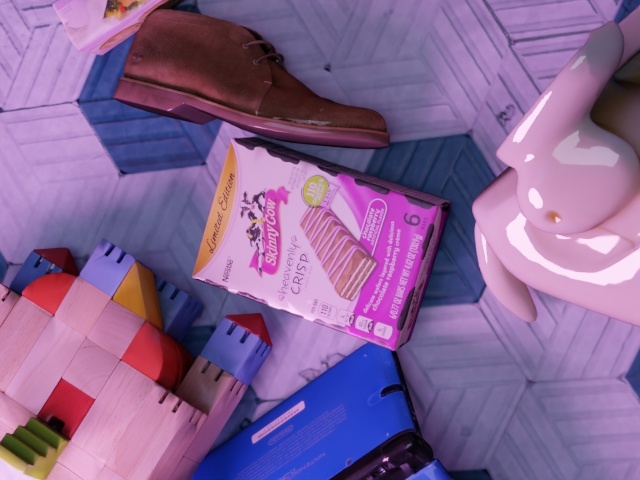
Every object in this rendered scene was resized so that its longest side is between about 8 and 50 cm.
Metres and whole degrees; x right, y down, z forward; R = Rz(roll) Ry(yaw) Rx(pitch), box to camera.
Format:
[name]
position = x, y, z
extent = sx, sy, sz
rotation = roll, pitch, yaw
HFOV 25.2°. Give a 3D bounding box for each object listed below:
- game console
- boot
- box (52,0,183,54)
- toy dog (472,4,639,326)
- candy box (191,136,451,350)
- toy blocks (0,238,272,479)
[game console]
position = 0.021, 0.294, 1.484
extent = 0.293, 0.250, 0.173
rotation = -36, 124, 15
[boot]
position = -0.065, -0.166, 1.487
extent = 0.305, 0.112, 0.115
rotation = 16, 87, 17
[box]
position = -0.134, -0.306, 1.512
extent = 0.324, 0.067, 0.063
rotation = -30, 86, 15
[toy dog]
position = 0.349, 0.020, 1.287
extent = 0.408, 0.284, 0.395
rotation = 42, 120, 9
[candy box]
position = 0.000, 0.000, 1.491
extent = 0.233, 0.071, 0.159
rotation = 18, 99, 15
[toy blocks]
position = -0.234, 0.126, 1.513
extent = 0.381, 0.191, 0.261
rotation = 29, 82, 23
